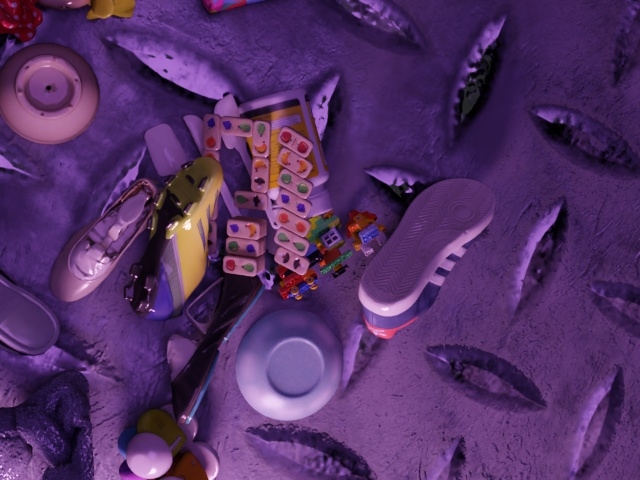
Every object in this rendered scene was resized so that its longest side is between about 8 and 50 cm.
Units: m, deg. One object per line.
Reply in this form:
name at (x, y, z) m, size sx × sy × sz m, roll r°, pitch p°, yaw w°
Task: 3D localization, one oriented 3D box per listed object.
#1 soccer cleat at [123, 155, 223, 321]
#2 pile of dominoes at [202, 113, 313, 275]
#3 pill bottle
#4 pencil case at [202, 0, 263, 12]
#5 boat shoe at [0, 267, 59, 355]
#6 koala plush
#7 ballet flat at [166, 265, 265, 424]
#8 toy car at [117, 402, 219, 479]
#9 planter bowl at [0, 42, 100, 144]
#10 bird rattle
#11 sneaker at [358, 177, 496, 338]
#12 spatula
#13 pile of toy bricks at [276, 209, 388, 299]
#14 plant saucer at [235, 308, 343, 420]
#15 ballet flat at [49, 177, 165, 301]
soccer cleat at (-0.217, -0.002, 1.545) m, size 0.121 × 0.093 × 0.289 m, roll 11°, pitch 110°, yaw -46°
pile of dominoes at (-0.109, -0.069, 1.544) m, size 0.195 × 0.040 × 0.251 m, roll 7°, pitch 104°, yaw 18°
pill bottle at (-0.054, -0.139, 1.596) m, size 0.119 × 0.119 × 0.209 m, roll -17°, pitch 96°, yaw -15°
pencil case at (-0.093, -0.448, 1.586) m, size 0.236 × 0.104 × 0.105 m, roll -15°, pitch 96°, yaw -17°
boat shoe at (-0.537, 0.071, 1.477) m, size 0.302 × 0.091 × 0.114 m, roll 49°, pitch 60°, yaw -10°
koala plush at (-0.463, 0.304, 1.469) m, size 0.221 × 0.196 × 0.203 m, roll -2°, pitch 81°, yaw -16°
ballet flat at (-0.192, 0.161, 1.572) m, size 0.096 × 0.095 × 0.280 m, roll 30°, pitch 64°, yaw -5°
toy car at (-0.260, 0.363, 1.558) m, size 0.136 × 0.159 × 0.182 m, roll -24°, pitch 101°, yaw 23°
planter bowl at (-0.421, -0.232, 1.491) m, size 0.162 × 0.109 × 0.162 m, roll -1°, pitch 93°, yaw -17°
bird rattle at (-0.413, -0.418, 1.505) m, size 0.253 × 0.143 × 0.207 m, roll -7°, pitch 82°, yaw -3°
sneaker at (0.182, 0.031, 1.683) m, size 0.131 × 0.148 × 0.350 m, roll 33°, pitch 58°, yaw 25°
spatula at (-0.175, -0.103, 1.617) m, size 0.168 × 0.019 × 0.242 m, roll -26°, pitch 103°, yaw -15°
pile of toy bricks at (0.000, 0.000, 1.637) m, size 0.212 × 0.118 × 0.105 m, roll -33°, pitch 64°, yaw -3°
plant saucer at (-0.048, 0.216, 1.654) m, size 0.194 × 0.037 × 0.195 m, roll 0°, pitch 92°, yaw -16°
ballet flat at (-0.341, -0.004, 1.537) m, size 0.086 × 0.086 × 0.248 m, roll 42°, pitch 81°, yaw -14°
